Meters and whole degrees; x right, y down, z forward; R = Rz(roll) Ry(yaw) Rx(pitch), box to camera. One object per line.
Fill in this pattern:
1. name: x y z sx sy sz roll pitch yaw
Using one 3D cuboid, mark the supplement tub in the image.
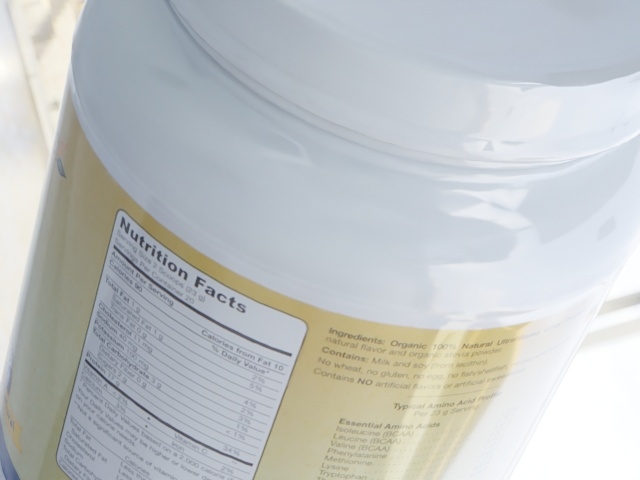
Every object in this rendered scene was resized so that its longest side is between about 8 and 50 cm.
1. supplement tub: 0.000 0.000 0.685 0.228 0.228 0.316 -112 -148 -42
